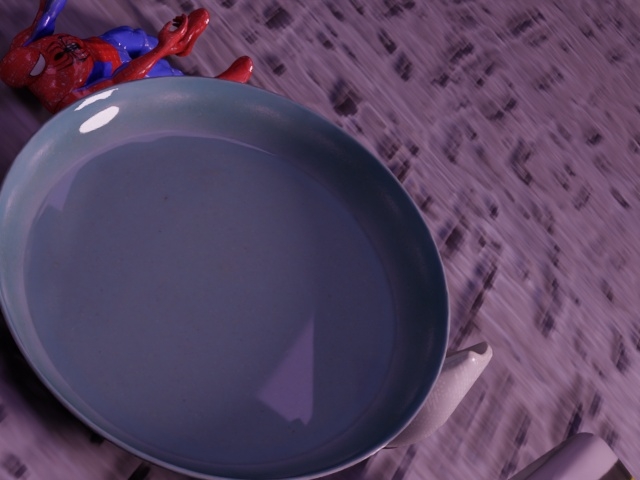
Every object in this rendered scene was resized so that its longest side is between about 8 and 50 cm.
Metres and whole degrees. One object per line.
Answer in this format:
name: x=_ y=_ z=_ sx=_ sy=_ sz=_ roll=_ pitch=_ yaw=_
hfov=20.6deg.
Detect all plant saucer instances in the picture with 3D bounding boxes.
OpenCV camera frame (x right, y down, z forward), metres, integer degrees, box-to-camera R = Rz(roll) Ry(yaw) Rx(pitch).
plant saucer: x=-0.067 y=0.027 z=1.182 sx=0.317 sy=0.044 sz=0.317 roll=11 pitch=53 yaw=-15

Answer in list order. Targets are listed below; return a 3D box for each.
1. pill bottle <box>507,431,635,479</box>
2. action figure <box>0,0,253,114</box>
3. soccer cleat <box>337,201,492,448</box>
pill bottle: x=0.212 y=0.314 z=1.192 sx=0.334 sy=0.188 sz=0.188 roll=53 pitch=28 yaw=8
action figure: x=-0.136 y=-0.164 z=1.344 sx=0.091 sy=0.139 sz=0.280 roll=46 pitch=29 yaw=14
soccer cleat: x=0.000 y=0.000 z=1.325 sx=0.331 sy=0.143 sz=0.116 roll=52 pitch=27 yaw=5
